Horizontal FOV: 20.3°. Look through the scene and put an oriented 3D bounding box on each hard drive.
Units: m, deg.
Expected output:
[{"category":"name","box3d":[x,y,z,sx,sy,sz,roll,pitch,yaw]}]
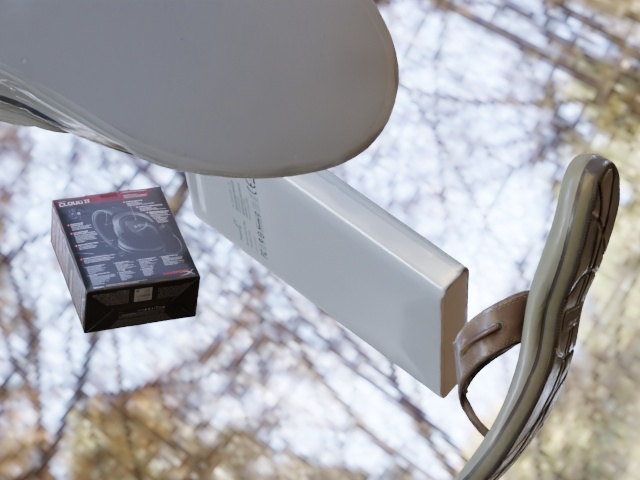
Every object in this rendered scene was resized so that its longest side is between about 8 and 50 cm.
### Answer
[{"category":"hard drive","box3d":[0.000,0.000,1.594,0.040,0.307,0.203,-46,-23,-21]}]

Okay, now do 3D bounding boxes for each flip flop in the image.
[{"category":"flip flop","box3d":[0.144,0.063,1.315,0.112,0.080,0.277,-8,-64,-71]}]

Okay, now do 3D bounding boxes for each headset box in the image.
[{"category":"headset box","box3d":[-0.106,0.006,0.950,0.062,0.083,0.032,-8,-47,-21]}]

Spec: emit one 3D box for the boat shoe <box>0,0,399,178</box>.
[{"category":"boat shoe","box3d":[-0.107,-0.083,0.628,0.267,0.088,0.096,10,-88,-8]}]
